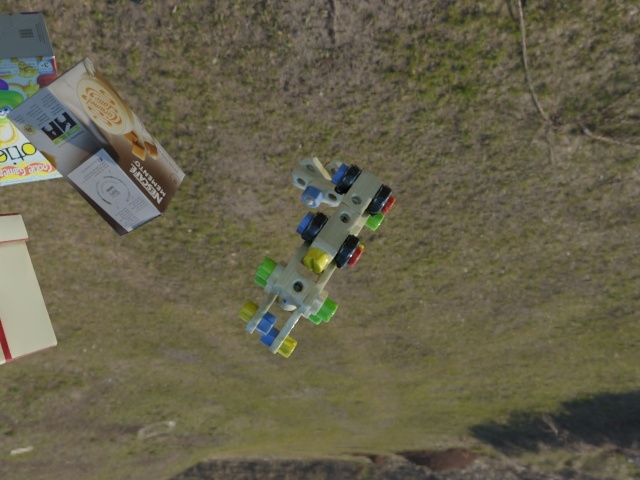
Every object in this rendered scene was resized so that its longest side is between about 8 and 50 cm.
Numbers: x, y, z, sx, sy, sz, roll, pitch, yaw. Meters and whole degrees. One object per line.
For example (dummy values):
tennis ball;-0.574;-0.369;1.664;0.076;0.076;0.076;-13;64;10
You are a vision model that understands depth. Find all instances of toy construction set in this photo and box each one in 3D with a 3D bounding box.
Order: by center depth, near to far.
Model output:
toy construction set;0.000;0.000;0.842;0.151;0.327;0.215;21;150;-6

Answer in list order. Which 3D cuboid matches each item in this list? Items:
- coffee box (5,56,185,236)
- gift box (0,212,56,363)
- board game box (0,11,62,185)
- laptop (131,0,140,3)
coffee box;-0.347;-0.147;0.903;0.098;0.141;0.246;-25;118;22
gift box;-0.609;0.095;0.845;0.276;0.258;0.255;-18;178;23
board game box;-0.556;-0.255;1.039;0.142;0.144;0.275;-13;144;-24
laptop;-0.373;-0.505;0.704;0.408;0.236;0.382;-22;158;38
